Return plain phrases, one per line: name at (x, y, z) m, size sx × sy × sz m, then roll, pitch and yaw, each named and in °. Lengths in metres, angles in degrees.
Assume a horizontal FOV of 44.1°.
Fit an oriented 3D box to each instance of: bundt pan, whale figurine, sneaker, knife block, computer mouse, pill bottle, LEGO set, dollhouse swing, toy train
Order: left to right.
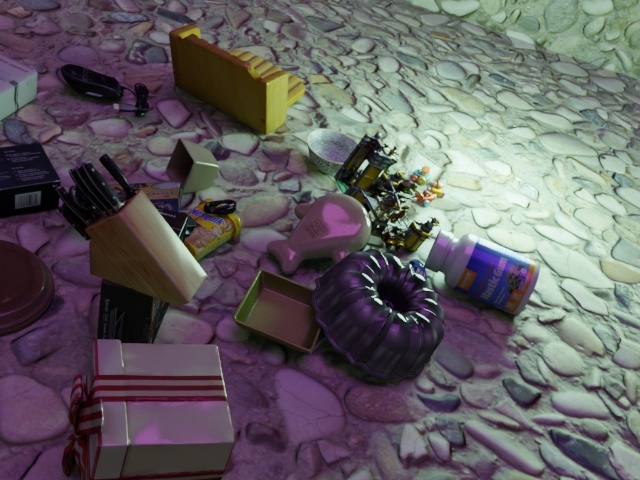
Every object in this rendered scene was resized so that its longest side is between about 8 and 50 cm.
computer mouse at (-0.622, -0.419, 2.279) m, size 0.262 × 0.060 × 0.184 m, roll 12°, pitch 34°, yaw -28°
knife block at (-0.339, -0.028, 1.433) m, size 0.275 × 0.242 × 0.088 m, roll 20°, pitch 40°, yaw 7°
computer mouse at (-0.298, -0.059, 1.884) m, size 0.071 × 0.041 × 0.242 m, roll 38°, pitch 45°, yaw 27°
dollhouse swing at (-0.224, -0.546, 2.427) m, size 0.346 × 0.315 × 0.305 m, roll 30°, pitch 60°, yaw 14°
whale figurine at (0.000, 0.000, 2.006) m, size 0.272 × 0.141 × 0.216 m, roll -32°, pitch 65°, yaw -17°
bundt pan at (0.150, 0.151, 1.811) m, size 0.330 × 0.124 × 0.331 m, roll 22°, pitch 40°, yaw -19°
LEGO set at (0.202, -0.145, 2.143) m, size 0.255 × 0.192 × 0.331 m, roll 20°, pitch 32°, yaw -30°
sneaker at (0.239, 0.100, 2.024) m, size 0.059 × 0.053 × 0.144 m, roll 6°, pitch 39°, yaw -12°
toy train at (0.312, -0.173, 2.382) m, size 0.125 × 0.046 × 0.166 m, roll -5°, pitch 45°, yaw -27°
pill bottle at (0.414, 0.074, 2.048) m, size 0.272 × 0.152 × 0.152 m, roll 23°, pitch 39°, yaw 5°

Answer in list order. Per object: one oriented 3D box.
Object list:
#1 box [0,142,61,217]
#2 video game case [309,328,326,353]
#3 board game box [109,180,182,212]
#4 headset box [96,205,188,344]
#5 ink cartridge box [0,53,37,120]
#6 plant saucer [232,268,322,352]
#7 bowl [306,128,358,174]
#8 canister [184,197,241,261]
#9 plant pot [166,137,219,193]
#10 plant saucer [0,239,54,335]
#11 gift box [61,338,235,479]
box at (-0.722, -0.145, 1.880) m, size 0.156 × 0.093 × 0.158 m, roll -12°, pitch 49°, yaw -33°
video game case at (-0.043, 0.179, 1.840) m, size 0.157 × 0.019 × 0.143 m, roll 35°, pitch 41°, yaw 17°
board game box at (-0.457, -0.097, 1.887) m, size 0.243 × 0.042 × 0.165 m, roll -3°, pitch 19°, yaw -6°
headset box at (-0.373, 0.099, 1.637) m, size 0.110 × 0.218 × 0.293 m, roll 15°, pitch 39°, yaw -3°
ink cartridge box at (-0.892, -0.406, 2.119) m, size 0.160 × 0.093 × 0.219 m, roll 25°, pitch 39°, yaw 7°
plant saucer at (-0.086, 0.167, 1.784) m, size 0.188 × 0.045 × 0.188 m, roll 22°, pitch 39°, yaw 3°
bowl at (0.032, -0.247, 2.326) m, size 0.170 × 0.080 × 0.170 m, roll 11°, pitch 39°, yaw -9°
canister at (-0.295, -0.022, 1.930) m, size 0.126 × 0.073 × 0.170 m, roll 33°, pitch 42°, yaw 18°
plant pot at (-0.334, -0.193, 2.099) m, size 0.096 × 0.109 × 0.109 m, roll 3°, pitch 39°, yaw -40°
plant saucer at (-0.703, 0.089, 1.656) m, size 0.277 × 0.041 × 0.278 m, roll 11°, pitch 40°, yaw -9°
gift box at (-0.304, 0.335, 1.361) m, size 0.258 × 0.255 × 0.276 m, roll 5°, pitch 35°, yaw -21°
